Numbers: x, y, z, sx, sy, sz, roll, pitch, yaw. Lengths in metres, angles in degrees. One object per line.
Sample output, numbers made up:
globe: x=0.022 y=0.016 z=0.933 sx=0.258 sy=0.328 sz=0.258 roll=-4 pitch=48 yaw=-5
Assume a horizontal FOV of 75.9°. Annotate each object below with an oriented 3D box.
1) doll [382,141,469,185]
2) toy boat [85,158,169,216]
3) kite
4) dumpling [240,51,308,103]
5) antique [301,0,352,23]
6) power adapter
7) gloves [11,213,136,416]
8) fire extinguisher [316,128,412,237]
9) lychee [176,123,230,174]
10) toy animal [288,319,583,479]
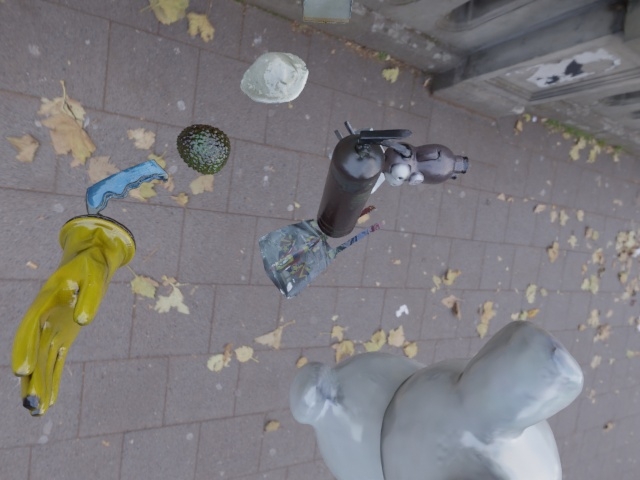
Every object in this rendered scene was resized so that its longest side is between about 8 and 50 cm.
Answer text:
doll: x=0.282 y=-0.219 z=1.182 sx=0.256 sy=0.182 sz=0.118 roll=0 pitch=79 yaw=-10
toy boat: x=-0.423 y=-0.108 z=0.901 sx=0.185 sy=0.075 sz=0.077 roll=-30 pitch=99 yaw=-23
kite: x=0.000 y=0.000 z=0.776 sx=0.245 sy=0.015 sz=0.141 roll=-31 pitch=72 yaw=2
dumpling: x=-0.131 y=-0.462 z=1.195 sx=0.111 sy=0.181 sz=0.155 roll=2 pitch=55 yaw=-61
antique: x=0.017 y=-0.726 z=1.200 sx=0.146 sy=0.148 sz=0.152 roll=0 pitch=55 yaw=-8
power adapter: x=0.139 y=-0.314 z=1.515 sx=0.187 sy=0.124 sz=0.255 roll=-48 pitch=119 yaw=-27
gloves: x=-0.352 y=0.102 z=0.581 sx=0.115 sy=0.295 sz=0.133 roll=-2 pitch=133 yaw=-8
fire extinguisher: x=0.052 y=-0.083 z=0.603 sx=0.089 sy=0.268 sz=0.072 roll=11 pitch=68 yaw=-3
lychee: x=-0.367 y=-0.287 z=1.290 sx=0.171 sy=0.171 sz=0.172 roll=-4 pitch=98 yaw=-29
toy animal: x=0.105 y=0.196 z=0.415 sx=0.241 sy=0.367 sz=0.196 roll=24 pitch=69 yaw=-11
